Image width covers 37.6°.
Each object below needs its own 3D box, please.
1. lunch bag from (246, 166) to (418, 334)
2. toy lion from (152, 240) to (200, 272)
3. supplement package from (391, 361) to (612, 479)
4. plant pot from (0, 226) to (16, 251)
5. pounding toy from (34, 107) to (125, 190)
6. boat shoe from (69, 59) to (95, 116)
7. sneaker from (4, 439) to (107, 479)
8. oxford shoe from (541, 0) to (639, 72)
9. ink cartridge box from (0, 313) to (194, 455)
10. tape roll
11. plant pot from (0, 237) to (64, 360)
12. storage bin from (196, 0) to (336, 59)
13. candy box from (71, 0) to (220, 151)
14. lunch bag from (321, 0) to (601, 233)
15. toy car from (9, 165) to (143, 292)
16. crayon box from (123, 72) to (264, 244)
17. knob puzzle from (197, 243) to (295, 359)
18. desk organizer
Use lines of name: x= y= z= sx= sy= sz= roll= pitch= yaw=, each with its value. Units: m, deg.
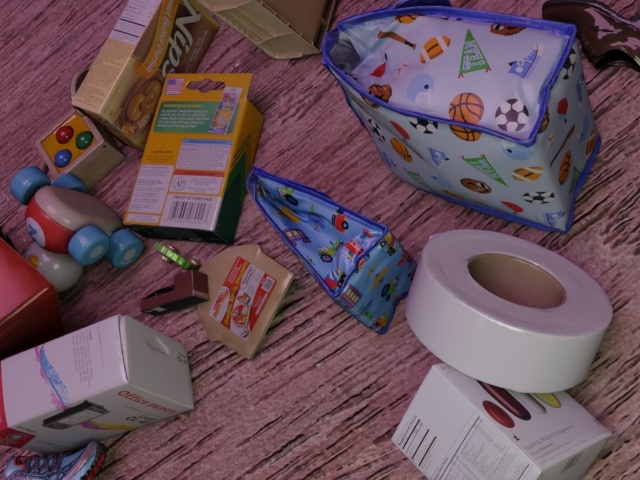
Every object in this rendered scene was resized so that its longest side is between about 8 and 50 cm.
lunch bag: x=0.000 y=0.000 z=1.553 sx=0.293 sy=0.221 sz=0.138 roll=35 pitch=86 yaw=31
toy lion: x=-0.274 y=0.028 z=1.735 sx=0.100 sy=0.096 sz=0.034 roll=29 pitch=83 yaw=31
supplement package: x=0.253 y=0.275 z=1.319 sx=0.203 sy=0.194 sz=0.149 roll=43 pitch=124 yaw=31
plant pot: x=-0.716 y=0.038 z=1.900 sx=0.165 sy=0.167 sz=0.167 roll=-34 pitch=59 yaw=-1
pounding toy: x=-0.539 y=-0.180 z=1.940 sx=0.206 sy=0.094 sz=0.181 roll=-40 pitch=59 yaw=4
boat shoe: x=-0.448 y=-0.322 z=1.922 sx=0.073 sy=0.080 sz=0.223 roll=-11 pitch=27 yaw=11
sneaker: x=-0.495 y=0.420 z=1.643 sx=0.262 sy=0.104 sz=0.125 roll=-39 pitch=87 yaw=5
oxford shoe: x=0.460 y=-0.342 z=1.573 sx=0.227 sy=0.083 sz=0.096 roll=30 pitch=88 yaw=32
ink cartridge box: x=-0.407 y=0.258 z=1.625 sx=0.306 sy=0.226 sz=0.131 roll=-20 pitch=63 yaw=16
tape roll: x=0.268 y=0.094 z=1.361 sx=0.286 sy=0.286 sz=0.100 roll=33 pitch=123 yaw=31
plant pot: x=-0.637 y=0.119 z=1.648 sx=0.267 sy=0.267 sz=0.236 roll=41 pitch=65 yaw=7
storage bin: x=-0.085 y=-0.521 z=1.790 sx=0.123 sy=0.260 sz=0.262 roll=0 pitch=68 yaw=43
candy box: x=-0.342 y=-0.354 z=1.872 sx=0.087 sy=0.183 sz=0.316 roll=21 pitch=79 yaw=28
lunch bag: x=0.217 y=-0.206 z=1.481 sx=0.385 sy=0.328 sz=0.239 roll=15 pitch=71 yaw=30
toy car: x=-0.509 y=0.021 z=1.796 sx=0.219 sy=0.210 sz=0.238 roll=41 pitch=102 yaw=20
crayon box: x=-0.234 y=-0.160 z=1.803 sx=0.203 sy=0.083 sz=0.323 roll=5 pitch=72 yaw=25
knob puzzle: x=-0.147 y=0.095 z=1.685 sx=0.213 sy=0.030 sz=0.213 roll=-9 pitch=74 yaw=32
desk organizer: x=-0.268 y=0.096 z=1.718 sx=0.130 sy=0.047 sz=0.050 roll=-18 pitch=66 yaw=29
